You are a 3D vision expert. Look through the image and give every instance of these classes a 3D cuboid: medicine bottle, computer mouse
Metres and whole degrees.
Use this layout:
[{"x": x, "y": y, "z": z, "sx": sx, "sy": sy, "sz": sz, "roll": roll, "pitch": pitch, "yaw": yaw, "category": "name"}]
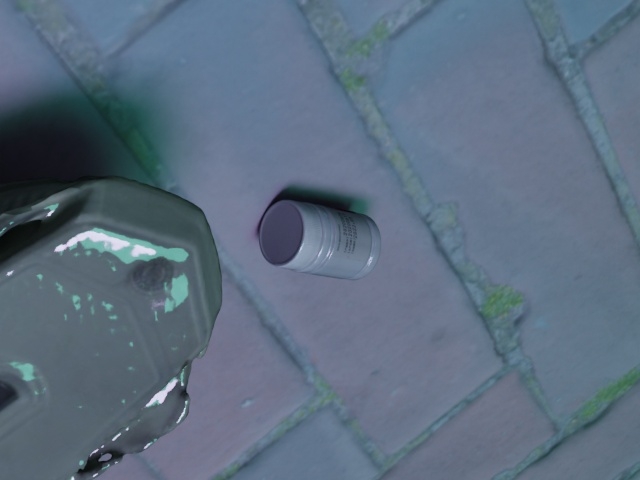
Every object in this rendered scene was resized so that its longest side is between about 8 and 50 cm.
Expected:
[{"x": 0.000, "y": 0.000, "z": 1.558, "sx": 0.091, "sy": 0.058, "sz": 0.058, "roll": 10, "pitch": 119, "yaw": -44, "category": "medicine bottle"}, {"x": -0.260, "y": 0.089, "z": 1.363, "sx": 0.429, "sy": 0.145, "sz": 0.228, "roll": -35, "pitch": 126, "yaw": 7, "category": "computer mouse"}]
